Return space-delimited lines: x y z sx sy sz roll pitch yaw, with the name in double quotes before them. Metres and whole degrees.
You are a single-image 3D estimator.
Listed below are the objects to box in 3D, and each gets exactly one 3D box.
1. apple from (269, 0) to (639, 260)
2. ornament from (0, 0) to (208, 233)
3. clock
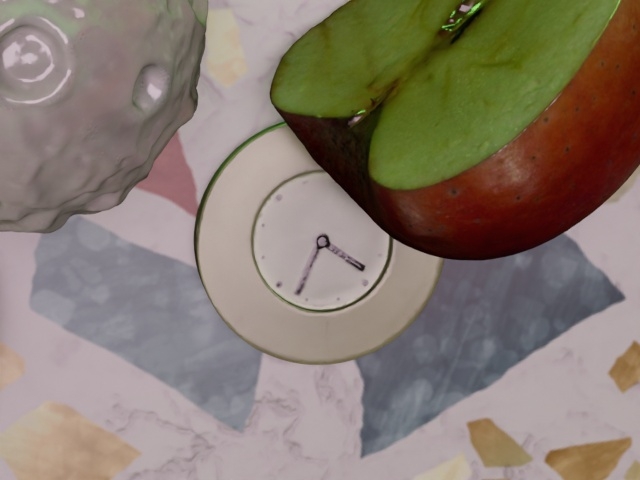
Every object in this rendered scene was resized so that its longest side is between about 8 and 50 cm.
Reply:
"apple" 0.145 -0.163 1.428 0.329 0.295 0.365 38 80 15
"ornament" -0.261 -0.164 1.369 0.337 0.337 0.337 -1 98 -6
"clock" 0.000 0.000 1.583 0.235 0.029 0.235 -1 98 -8
